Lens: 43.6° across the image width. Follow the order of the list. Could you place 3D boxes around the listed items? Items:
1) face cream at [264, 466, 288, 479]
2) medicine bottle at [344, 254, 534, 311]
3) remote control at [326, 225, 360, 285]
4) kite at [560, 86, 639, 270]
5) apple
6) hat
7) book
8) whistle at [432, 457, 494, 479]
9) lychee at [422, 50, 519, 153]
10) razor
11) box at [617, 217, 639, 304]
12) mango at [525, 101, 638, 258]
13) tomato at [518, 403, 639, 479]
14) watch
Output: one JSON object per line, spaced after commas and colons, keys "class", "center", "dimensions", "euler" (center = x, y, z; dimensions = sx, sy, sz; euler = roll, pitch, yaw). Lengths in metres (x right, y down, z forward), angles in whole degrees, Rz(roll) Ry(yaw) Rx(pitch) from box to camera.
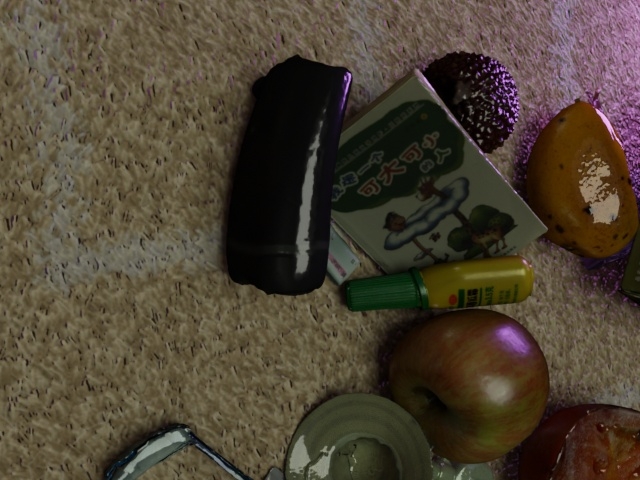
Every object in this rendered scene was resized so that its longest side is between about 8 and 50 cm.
{"class": "face cream", "center": [-0.101, 0.486, 1.281], "dimensions": [0.114, 0.070, 0.224], "euler": [48, 60, -24]}
{"class": "medicine bottle", "center": [0.194, 0.076, 1.328], "dimensions": [0.309, 0.111, 0.076], "euler": [-5, 58, 2]}
{"class": "remote control", "center": [0.000, 0.000, 1.306], "dimensions": [0.065, 0.029, 0.166], "euler": [-48, 113, -18]}
{"class": "kite", "center": [0.562, -0.121, 1.602], "dimensions": [0.204, 0.022, 0.360], "euler": [-28, 110, -23]}
{"class": "apple", "center": [0.256, 0.233, 1.338], "dimensions": [0.264, 0.264, 0.264], "euler": [-2, 95, -28]}
{"class": "hat", "center": [0.076, 0.379, 1.323], "dimensions": [0.252, 0.252, 0.110], "euler": [-68, 160, -7]}
{"class": "book", "center": [0.166, -0.065, 1.307], "dimensions": [0.260, 0.043, 0.371], "euler": [-38, 115, 18]}
{"class": "whistle", "center": [0.235, 0.428, 1.447], "dimensions": [0.198, 0.057, 0.104], "euler": [26, 81, -28]}
{"class": "lychee", "center": [0.247, -0.230, 1.342], "dimensions": [0.188, 0.188, 0.188], "euler": [-2, 95, -28]}
{"class": "razor", "center": [-0.052, -0.095, 1.175], "dimensions": [0.113, 0.204, 0.349], "euler": [9, 88, -33]}
{"class": "box", "center": [0.760, -0.033, 1.579], "dimensions": [0.373, 0.138, 0.420], "euler": [24, 82, -49]}
{"class": "mango", "center": [0.474, -0.107, 1.471], "dimensions": [0.191, 0.160, 0.290], "euler": [-9, 96, 7]}
{"class": "tomato", "center": [0.500, 0.448, 1.542], "dimensions": [0.338, 0.144, 0.338], "euler": [-5, 101, -27]}
{"class": "watch", "center": [-0.163, 0.396, 1.192], "dimensions": [0.276, 0.068, 0.274], "euler": [-24, 89, -23]}
